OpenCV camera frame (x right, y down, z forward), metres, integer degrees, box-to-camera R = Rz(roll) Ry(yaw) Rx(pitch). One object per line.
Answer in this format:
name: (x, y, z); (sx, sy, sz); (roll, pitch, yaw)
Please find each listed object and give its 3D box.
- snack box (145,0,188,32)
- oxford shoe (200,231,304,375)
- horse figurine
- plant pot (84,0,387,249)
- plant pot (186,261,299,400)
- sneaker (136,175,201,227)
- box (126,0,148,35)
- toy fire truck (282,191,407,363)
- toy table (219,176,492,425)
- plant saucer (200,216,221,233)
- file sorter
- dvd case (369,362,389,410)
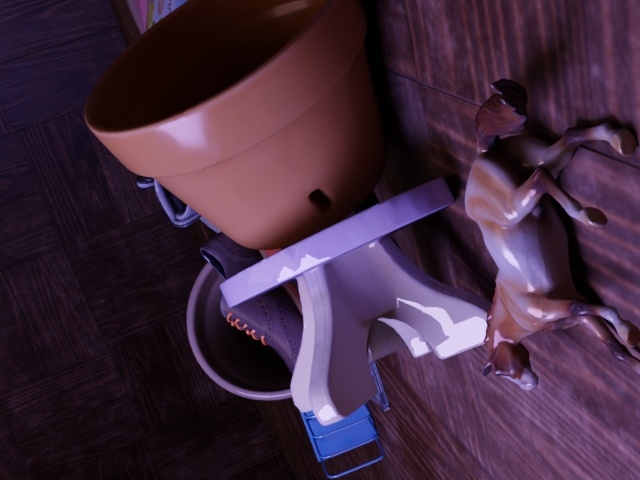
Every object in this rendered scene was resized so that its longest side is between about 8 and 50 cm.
snack box: (-0.172, -0.311, 1.063); (0.207, 0.070, 0.175); (-10, 76, 61)
oxford shoe: (-0.062, 0.096, 0.976); (0.097, 0.098, 0.271); (86, 159, -56)
horse figurine: (0.158, 0.002, 0.580); (0.174, 0.066, 0.263); (22, 135, 64)
plant pot: (-0.062, -0.128, 0.833); (0.203, 0.291, 0.291); (58, 174, -34)
plant pot: (-0.059, 0.130, 1.334); (0.263, 0.263, 0.229); (65, -175, 13)
sneaker: (-0.125, -0.067, 1.144); (0.268, 0.153, 0.101); (16, 121, 18)
box: (-0.275, -0.465, 1.403); (0.232, 0.126, 0.149); (104, 142, -69)
toy fire truck: (0.026, 0.058, 1.068); (0.217, 0.158, 0.246); (66, 156, 9)
toy table: (0.040, 0.063, 0.808); (0.274, 0.252, 0.161); (-29, 86, 46)
plant saucer: (-0.188, -0.167, 1.329); (0.400, 0.100, 0.400); (32, 132, 43)
file sorter: (0.031, 0.310, 1.419); (0.104, 0.118, 0.170); (-134, 24, -77)
dvd case: (0.077, 0.215, 1.344); (0.087, 0.013, 0.119); (-156, 46, -71)
